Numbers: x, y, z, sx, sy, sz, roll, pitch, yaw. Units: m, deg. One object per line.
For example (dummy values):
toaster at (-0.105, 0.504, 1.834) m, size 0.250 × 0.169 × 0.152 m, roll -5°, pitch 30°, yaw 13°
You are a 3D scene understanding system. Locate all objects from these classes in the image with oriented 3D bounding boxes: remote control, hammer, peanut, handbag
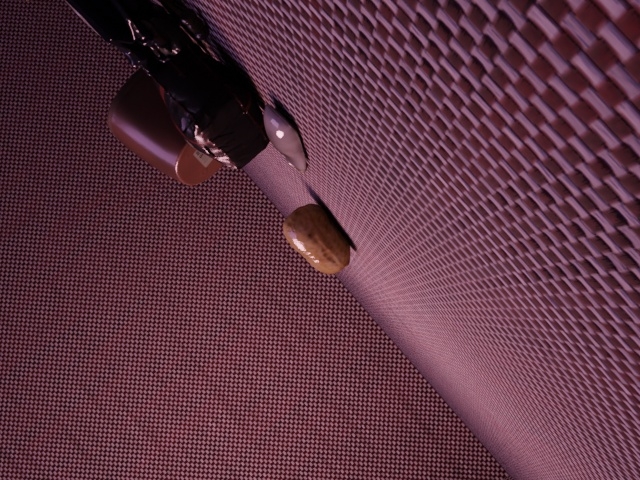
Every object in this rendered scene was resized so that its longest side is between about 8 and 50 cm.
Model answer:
remote control at (-0.068, -0.179, 1.198) m, size 0.073 × 0.044 × 0.229 m, roll 42°, pitch 172°, yaw 12°
hammer at (-0.295, -0.443, 1.186) m, size 0.292 × 0.029 × 0.058 m, roll 43°, pitch 179°, yaw 30°
peanut at (0.000, 0.000, 1.672) m, size 0.253 × 0.122 × 0.137 m, roll 47°, pitch -173°, yaw -35°
handbag at (-0.340, -0.408, 1.274) m, size 0.269 × 0.118 × 0.326 m, roll 49°, pitch -169°, yaw 14°
handbag at (-0.205, -0.250, 1.251) m, size 0.169 × 0.155 × 0.215 m, roll 53°, pitch -179°, yaw 21°

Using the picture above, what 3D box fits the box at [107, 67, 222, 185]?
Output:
box at (-0.343, -0.291, 1.644) m, size 0.216 × 0.301 × 0.301 m, roll 40°, pitch 174°, yaw 15°

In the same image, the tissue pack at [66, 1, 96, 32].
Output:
tissue pack at (-0.699, -0.751, 2.002) m, size 0.229 × 0.145 × 0.159 m, roll 50°, pitch 175°, yaw -11°

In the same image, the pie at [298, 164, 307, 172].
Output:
pie at (-0.057, -0.172, 1.347) m, size 0.084 × 0.020 × 0.084 m, roll 50°, pitch 176°, yaw 4°
